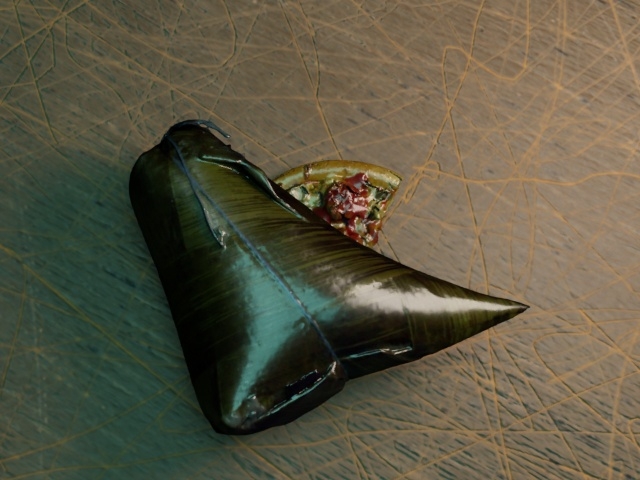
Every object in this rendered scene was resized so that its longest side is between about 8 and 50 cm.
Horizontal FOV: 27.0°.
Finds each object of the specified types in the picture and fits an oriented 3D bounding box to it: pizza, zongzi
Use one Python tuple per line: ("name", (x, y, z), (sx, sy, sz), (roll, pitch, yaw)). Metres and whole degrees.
("pizza", (0.030, -0.019, 1.800), (0.201, 0.053, 0.193), (-14, 80, -10))
("zongzi", (0.000, 0.000, 1.702), (0.432, 0.208, 0.403), (-21, 80, -5))
